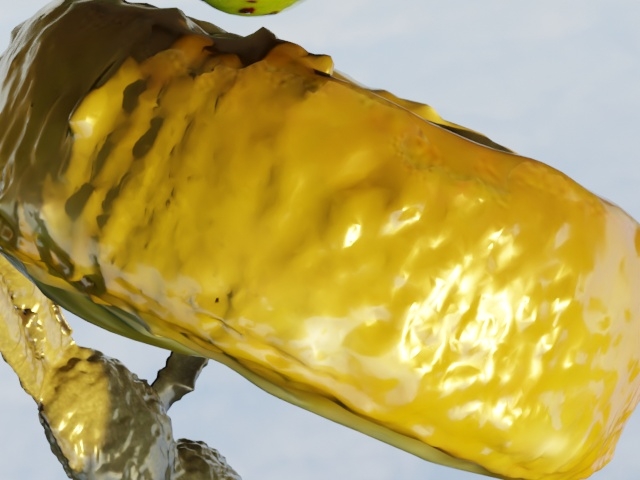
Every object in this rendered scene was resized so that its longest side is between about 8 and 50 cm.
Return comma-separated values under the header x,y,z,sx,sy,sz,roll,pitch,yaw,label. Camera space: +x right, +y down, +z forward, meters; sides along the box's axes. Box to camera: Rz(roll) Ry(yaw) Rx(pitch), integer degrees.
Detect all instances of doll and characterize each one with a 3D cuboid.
x,y,z,sx,sy,sz,roll,pitch,yaw,label
-0.123,0.110,1.020,0.091,0.286,0.202,-16,-116,23,doll

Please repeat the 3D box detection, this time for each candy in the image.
x,y,z,sx,sy,sz,roll,pitch,yaw,label
0.000,0.000,0.650,0.260,0.118,0.260,23,179,0,candy

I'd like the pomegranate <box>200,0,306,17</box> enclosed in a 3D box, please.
x,y,z,sx,sy,sz,roll,pitch,yaw,label
-0.031,-0.178,0.992,0.143,0.169,0.122,0,-112,29,pomegranate
